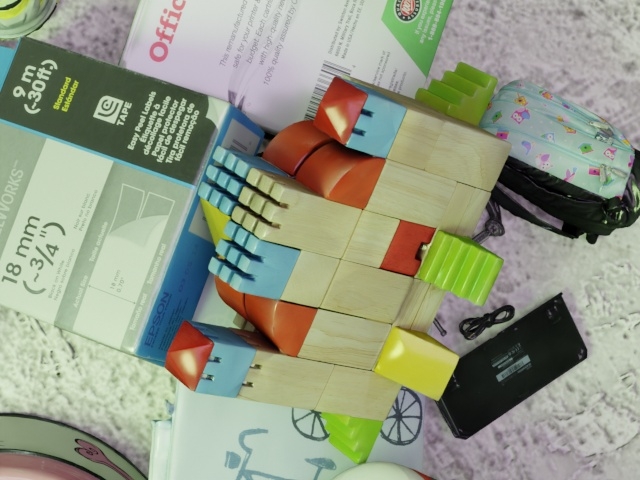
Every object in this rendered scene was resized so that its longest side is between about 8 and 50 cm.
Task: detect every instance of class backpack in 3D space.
[{"bbox_3d":[0.243,-0.083,1.661,0.182,0.152,0.115,27,74,-2],"label":"backpack"}]

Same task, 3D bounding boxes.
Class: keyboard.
[{"bbox_3d":[0.190,0.118,1.688,0.180,0.023,0.108,-31,103,-20],"label":"keyboard"}]

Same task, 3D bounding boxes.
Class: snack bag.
[{"bbox_3d":[-0.025,0.192,1.581,0.323,0.037,0.343,10,82,-36],"label":"snack bag"}]

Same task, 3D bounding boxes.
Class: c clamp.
[{"bbox_3d":[0.134,-0.001,1.676,0.160,0.022,0.137,-42,95,-24],"label":"c clamp"}]

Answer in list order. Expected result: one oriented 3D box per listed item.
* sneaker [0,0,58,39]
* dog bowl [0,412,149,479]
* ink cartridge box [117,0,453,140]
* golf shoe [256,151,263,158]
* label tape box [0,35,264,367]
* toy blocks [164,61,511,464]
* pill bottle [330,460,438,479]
[{"bbox_3d":[-0.330,-0.388,1.534,0.145,0.147,0.385,-19,93,-9],"label":"sneaker"},{"bbox_3d":[-0.311,0.375,1.542,0.408,0.150,0.408,0,90,-12],"label":"dog bowl"},{"bbox_3d":[-0.037,-0.209,1.604,0.289,0.121,0.211,20,87,-11],"label":"ink cartridge box"},{"bbox_3d":[-0.123,-0.022,1.609,0.272,0.105,0.120,-12,100,-2],"label":"golf shoe"},{"bbox_3d":[-0.252,-0.051,1.495,0.333,0.106,0.241,19,86,19],"label":"label tape box"},{"bbox_3d":[0.000,0.000,1.436,0.261,0.190,0.381,15,104,-43],"label":"toy blocks"},{"bbox_3d":[0.153,0.362,1.555,0.363,0.210,0.210,28,85,-34],"label":"pill bottle"}]
